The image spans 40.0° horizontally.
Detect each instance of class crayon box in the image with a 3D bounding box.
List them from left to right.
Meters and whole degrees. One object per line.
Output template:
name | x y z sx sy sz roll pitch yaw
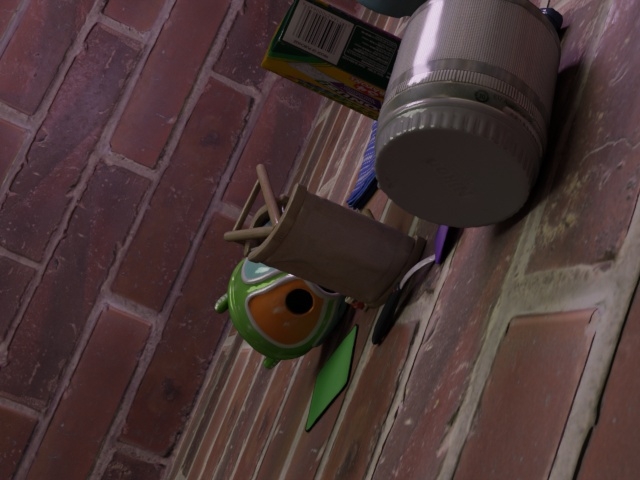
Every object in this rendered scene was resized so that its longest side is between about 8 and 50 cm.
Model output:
crayon box | 0.082 -0.322 1.695 0.313 0.363 0.106 -170 104 -80

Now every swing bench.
swing bench | 0.000 0.000 1.534 0.165 0.253 0.255 -65 23 4

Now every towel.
towel | 0.154 -0.253 2.104 0.243 0.040 0.336 -52 16 50

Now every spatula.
spatula | 0.147 0.059 1.415 0.296 0.030 0.084 -60 10 31

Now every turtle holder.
turtle holder | -0.034 0.099 1.822 0.320 0.243 0.227 -15 -18 -49

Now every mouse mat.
mouse mat | 0.021 0.261 1.670 0.189 0.007 0.152 -55 14 41

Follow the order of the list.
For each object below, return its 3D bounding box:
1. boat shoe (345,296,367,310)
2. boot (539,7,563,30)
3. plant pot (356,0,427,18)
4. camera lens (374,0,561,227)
boat shoe | 0.093 0.065 1.655 0.137 0.043 0.049 -64 8 0
boot | 0.310 -0.300 1.355 0.086 0.069 0.190 -48 9 -3
plant pot | 0.222 -0.776 2.251 0.341 0.341 0.334 -76 6 -47
camera lens | 0.197 -0.183 1.173 0.219 0.219 0.274 -51 17 55
